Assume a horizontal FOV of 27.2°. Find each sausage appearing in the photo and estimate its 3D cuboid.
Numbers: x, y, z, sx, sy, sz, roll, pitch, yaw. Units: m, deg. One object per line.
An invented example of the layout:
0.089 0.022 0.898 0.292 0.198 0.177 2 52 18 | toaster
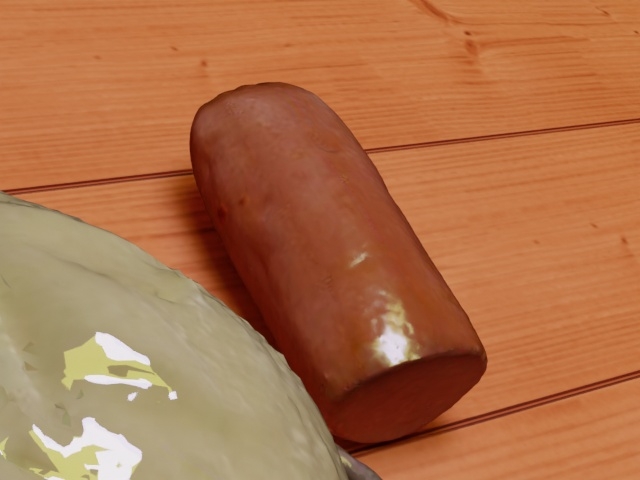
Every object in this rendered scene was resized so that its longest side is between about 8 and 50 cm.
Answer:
0.000 0.000 0.818 0.114 0.113 0.259 -3 46 -31 | sausage

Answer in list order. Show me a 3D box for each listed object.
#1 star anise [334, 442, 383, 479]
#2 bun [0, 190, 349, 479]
0.080 0.146 0.609 0.219 0.227 0.148 2 48 -9 | star anise
-0.172 0.116 0.393 0.364 0.202 0.364 -16 44 17 | bun
